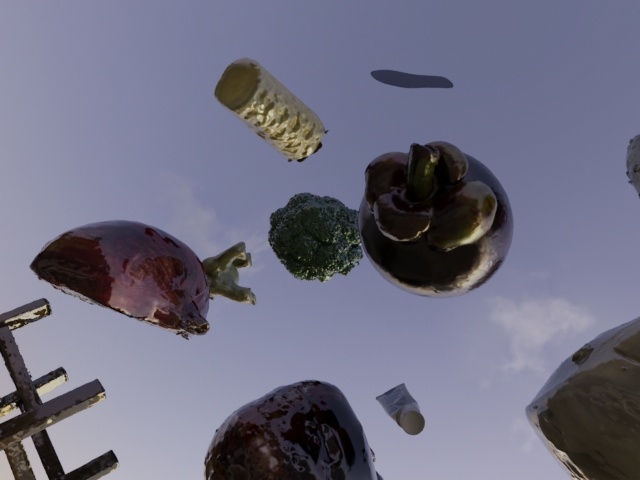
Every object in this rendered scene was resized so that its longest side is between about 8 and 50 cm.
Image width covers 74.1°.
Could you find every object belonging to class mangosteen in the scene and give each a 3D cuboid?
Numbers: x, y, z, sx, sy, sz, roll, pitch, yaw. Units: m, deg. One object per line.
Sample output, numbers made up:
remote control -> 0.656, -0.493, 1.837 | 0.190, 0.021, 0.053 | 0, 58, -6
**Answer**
mangosteen -> 0.132, -0.031, 0.511 | 0.194, 0.230, 0.194 | -7, -110, 19

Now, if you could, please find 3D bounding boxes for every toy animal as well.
toy animal -> -0.172, 0.071, 0.759 | 0.218, 0.101, 0.103 | 120, -37, -80

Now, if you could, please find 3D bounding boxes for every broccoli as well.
broccoli -> 0.000, 0.000, 1.087 | 0.270, 0.270, 0.270 | 25, -32, 24

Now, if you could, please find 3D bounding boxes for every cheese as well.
cheese -> -0.080, -0.208, 0.691 | 0.094, 0.167, 0.123 | -46, -129, 14

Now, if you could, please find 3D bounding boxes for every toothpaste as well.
toothpaste -> 0.212, 0.438, 1.123 | 0.061, 0.096, 0.266 | 64, -4, 2

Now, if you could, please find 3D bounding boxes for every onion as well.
onion -> -0.179, 0.039, 0.453 | 0.151, 0.098, 0.206 | 13, -20, 16

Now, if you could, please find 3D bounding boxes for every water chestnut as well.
water chestnut -> -0.033, 0.347, 0.590 | 0.245, 0.289, 0.288 | -8, -68, 7

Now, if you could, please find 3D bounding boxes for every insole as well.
insole -> 0.154, -0.266, 0.703 | 0.002, 0.153, 0.053 | 109, -32, -48

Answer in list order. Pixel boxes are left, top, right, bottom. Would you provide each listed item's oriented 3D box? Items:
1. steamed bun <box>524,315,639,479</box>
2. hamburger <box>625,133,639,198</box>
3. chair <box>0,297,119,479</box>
steamed bun -> 0.543, 0.324, 0.779 | 0.247, 0.236, 0.383 | 52, -32, 29
hamburger -> 0.473, -0.093, 0.406 | 0.318, 0.277, 0.195 | 36, -48, 49
chair -> -0.516, 0.276, 0.524 | 0.241, 0.416, 0.202 | 34, -51, 33
